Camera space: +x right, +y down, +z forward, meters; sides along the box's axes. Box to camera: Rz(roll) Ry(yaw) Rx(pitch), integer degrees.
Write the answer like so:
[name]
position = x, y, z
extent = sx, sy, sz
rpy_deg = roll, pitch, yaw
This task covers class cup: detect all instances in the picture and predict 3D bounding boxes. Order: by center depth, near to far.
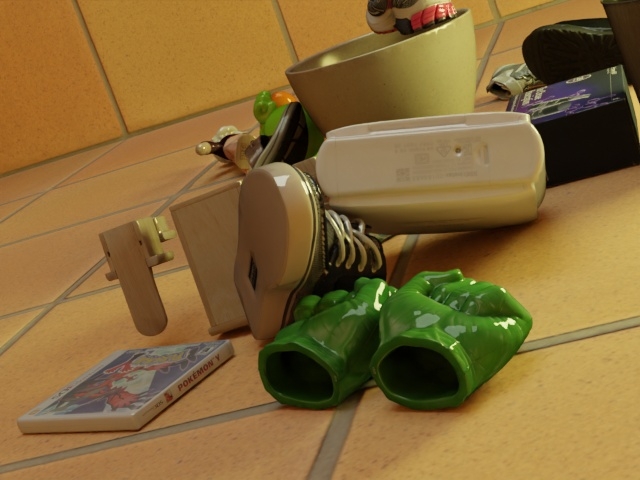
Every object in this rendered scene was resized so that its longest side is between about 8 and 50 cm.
[cup]
position = 0.132, -0.234, 1.996
extent = 0.331, 0.236, 0.331
rpy_deg = -18, 15, 5

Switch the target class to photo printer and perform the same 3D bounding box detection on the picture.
[photo printer]
position = 0.147, -0.072, 1.423
extent = 0.256, 0.107, 0.307
rpy_deg = -4, -7, 10

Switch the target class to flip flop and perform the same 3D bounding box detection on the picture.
[flip flop]
position = -0.096, -0.126, 1.966
extent = 0.080, 0.112, 0.277
rpy_deg = 15, 65, 24

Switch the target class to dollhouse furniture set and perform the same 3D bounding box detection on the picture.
[dollhouse furniture set]
position = -0.080, 0.009, 1.605
extent = 0.303, 0.173, 0.355
rpy_deg = -19, 0, 18

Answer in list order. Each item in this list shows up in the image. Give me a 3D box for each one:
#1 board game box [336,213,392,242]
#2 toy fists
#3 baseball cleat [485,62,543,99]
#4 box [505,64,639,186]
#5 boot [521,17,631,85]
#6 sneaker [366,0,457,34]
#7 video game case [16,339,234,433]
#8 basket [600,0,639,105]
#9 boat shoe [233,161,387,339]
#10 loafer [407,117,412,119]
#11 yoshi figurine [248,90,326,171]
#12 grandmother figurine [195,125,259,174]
[board game box]
position = 0.102, -0.051, 1.703
extent = 0.194, 0.060, 0.194
rpy_deg = -28, 16, -32
[toy fists]
position = 0.070, 0.091, 1.132
extent = 0.279, 0.096, 0.142
rpy_deg = -9, 16, 42
[baseball cleat]
position = 0.432, -0.327, 2.341
extent = 0.206, 0.072, 0.109
rpy_deg = -13, 28, 40
[box]
position = 0.371, -0.168, 1.714
extent = 0.184, 0.103, 0.261
rpy_deg = -12, 15, 17
[boot]
position = 0.584, -0.388, 2.188
extent = 0.348, 0.131, 0.260
rpy_deg = 8, 36, 40
[sneaker]
position = 0.147, -0.415, 1.944
extent = 0.121, 0.112, 0.299
rpy_deg = -21, 13, -9
[video game case]
position = -0.229, 0.172, 1.370
extent = 0.201, 0.023, 0.183
rpy_deg = -8, 18, 37
[basket]
position = 0.483, -0.231, 1.535
extent = 0.154, 0.226, 0.204
rpy_deg = -22, 15, -13
[boat shoe]
position = 0.000, 0.000, 1.268
extent = 0.158, 0.127, 0.340
rpy_deg = -16, -18, -15
[loafer]
position = 0.160, -0.153, 1.795
extent = 0.268, 0.084, 0.096
rpy_deg = 6, 4, 12
[yoshi figurine]
position = -0.045, -0.198, 2.203
extent = 0.204, 0.203, 0.362
rpy_deg = -10, 18, 9
[grandmother figurine]
position = -0.180, -0.205, 2.614
extent = 0.208, 0.104, 0.342
rpy_deg = 6, 5, -15
